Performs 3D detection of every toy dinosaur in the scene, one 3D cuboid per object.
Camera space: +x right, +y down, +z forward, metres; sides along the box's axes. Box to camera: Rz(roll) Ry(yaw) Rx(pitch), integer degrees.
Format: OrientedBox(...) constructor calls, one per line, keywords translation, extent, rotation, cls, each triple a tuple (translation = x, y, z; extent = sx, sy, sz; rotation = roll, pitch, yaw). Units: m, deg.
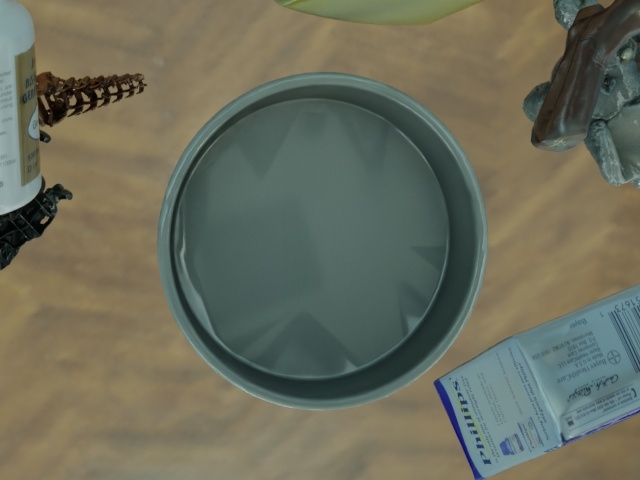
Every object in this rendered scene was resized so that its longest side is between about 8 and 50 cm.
OrientedBox(translation=(-0.349, -0.113, 1.822), extent=(0.322, 0.218, 0.164), rotation=(-38, 125, 10), cls="toy dinosaur")

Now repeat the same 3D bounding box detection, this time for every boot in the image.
OrientedBox(translation=(0.189, -0.113, 1.169), extent=(0.037, 0.114, 0.106), rotation=(33, 157, -18), cls="boot")

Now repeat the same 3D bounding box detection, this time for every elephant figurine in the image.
OrientedBox(translation=(0.276, -0.141, 1.669), extent=(0.239, 0.186, 0.169), rotation=(-7, 180, -35), cls="elephant figurine")

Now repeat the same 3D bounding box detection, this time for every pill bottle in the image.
OrientedBox(translation=(-0.300, -0.143, 1.438), extent=(0.131, 0.131, 0.229), rotation=(-11, 116, -27), cls="pill bottle")

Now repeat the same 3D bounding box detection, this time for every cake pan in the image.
OrientedBox(translation=(0.000, 0.000, 1.523), extent=(0.293, 0.293, 0.054), rotation=(-22, -172, -10), cls="cake pan")

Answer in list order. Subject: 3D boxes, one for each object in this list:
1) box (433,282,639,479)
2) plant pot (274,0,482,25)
OrientedBox(translation=(0.156, 0.083, 1.062), extent=(0.126, 0.072, 0.137), rotation=(-20, 171, -21), cls="box")
OrientedBox(translation=(0.087, -0.303, 1.534), extent=(0.212, 0.212, 0.187), rotation=(-20, 155, 31), cls="plant pot")
